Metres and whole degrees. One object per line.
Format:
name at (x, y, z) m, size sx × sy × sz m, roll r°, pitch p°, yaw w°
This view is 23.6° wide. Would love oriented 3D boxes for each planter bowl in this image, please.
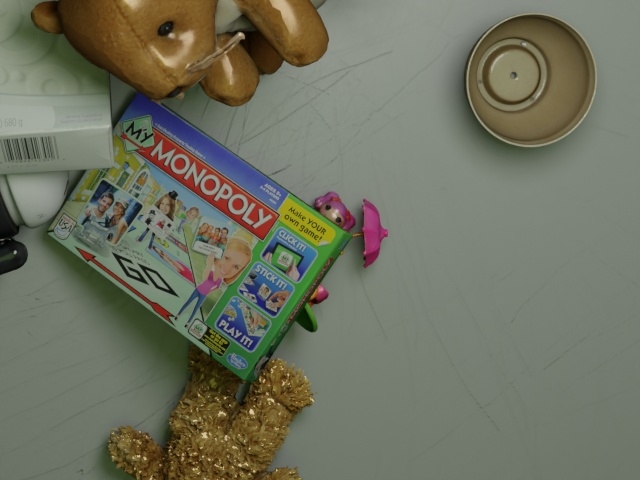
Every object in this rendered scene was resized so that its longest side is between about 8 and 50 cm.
planter bowl at (0.249, -0.201, 1.895) m, size 0.162 × 0.109 × 0.162 m, roll -1°, pitch 100°, yaw -6°

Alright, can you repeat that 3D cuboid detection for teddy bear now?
teddy bear at (-0.139, 0.284, 1.931) m, size 0.245 × 0.113 × 0.338 m, roll 41°, pitch 93°, yaw -9°

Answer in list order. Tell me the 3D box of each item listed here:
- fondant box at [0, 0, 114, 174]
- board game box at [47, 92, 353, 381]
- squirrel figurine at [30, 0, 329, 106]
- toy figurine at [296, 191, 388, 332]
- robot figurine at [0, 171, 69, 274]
fondant box at (-0.362, -0.237, 1.736) m, size 0.238 × 0.096 × 0.330 m, roll -4°, pitch 62°, yaw -6°
board game box at (-0.149, -0.008, 1.843) m, size 0.317 × 0.046 × 0.213 m, roll 35°, pitch 95°, yaw 16°
squirrel figurine at (-0.155, -0.333, 1.662) m, size 0.370 × 0.281 × 0.397 m, roll -31°, pitch 100°, yaw -44°
toy figurine at (0.000, 0.000, 1.915) m, size 0.159 × 0.130 × 0.173 m, roll -37°, pitch 80°, yaw -13°
robot figurine at (-0.436, -0.072, 1.806) m, size 0.278 × 0.173 × 0.209 m, roll -16°, pitch 125°, yaw -4°
